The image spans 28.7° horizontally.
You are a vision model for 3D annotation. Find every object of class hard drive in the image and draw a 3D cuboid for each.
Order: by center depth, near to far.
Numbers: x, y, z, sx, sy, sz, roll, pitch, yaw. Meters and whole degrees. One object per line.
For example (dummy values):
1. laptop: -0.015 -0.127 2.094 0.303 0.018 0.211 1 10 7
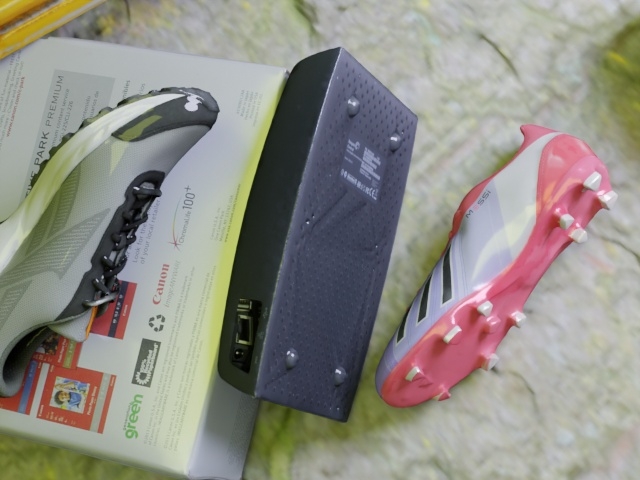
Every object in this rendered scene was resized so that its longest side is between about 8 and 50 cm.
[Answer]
1. hard drive: 0.000 0.000 0.937 0.054 0.172 0.254 9 80 28

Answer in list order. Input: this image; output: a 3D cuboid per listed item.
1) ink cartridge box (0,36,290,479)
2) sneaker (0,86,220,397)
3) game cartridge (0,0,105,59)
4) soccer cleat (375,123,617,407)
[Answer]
1. ink cartridge box: -0.169 0.008 0.989 0.272 0.130 0.309 11 81 16
2. sneaker: -0.165 -0.001 0.879 0.271 0.100 0.108 -44 80 9
3. game cartridge: -0.220 -0.325 1.046 0.285 0.052 0.323 -32 59 -8
4. soccer cleat: 0.121 0.020 0.959 0.248 0.083 0.095 -50 49 2
